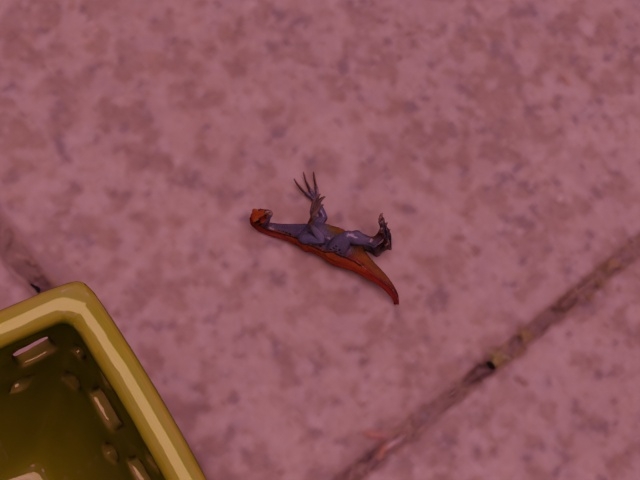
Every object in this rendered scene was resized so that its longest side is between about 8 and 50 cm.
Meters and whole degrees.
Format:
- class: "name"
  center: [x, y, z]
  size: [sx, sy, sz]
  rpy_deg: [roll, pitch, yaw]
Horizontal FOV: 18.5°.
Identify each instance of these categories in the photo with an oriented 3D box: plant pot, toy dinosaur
- class: "plant pot"
  center: [-0.172, 0.185, 1.021]
  size: [0.227, 0.207, 0.228]
  rpy_deg: [-27, 80, -15]
- class: "toy dinosaur"
  center: [0.000, 0.000, 1.187]
  size: [0.082, 0.047, 0.090]
  rpy_deg: [-9, 86, 8]
